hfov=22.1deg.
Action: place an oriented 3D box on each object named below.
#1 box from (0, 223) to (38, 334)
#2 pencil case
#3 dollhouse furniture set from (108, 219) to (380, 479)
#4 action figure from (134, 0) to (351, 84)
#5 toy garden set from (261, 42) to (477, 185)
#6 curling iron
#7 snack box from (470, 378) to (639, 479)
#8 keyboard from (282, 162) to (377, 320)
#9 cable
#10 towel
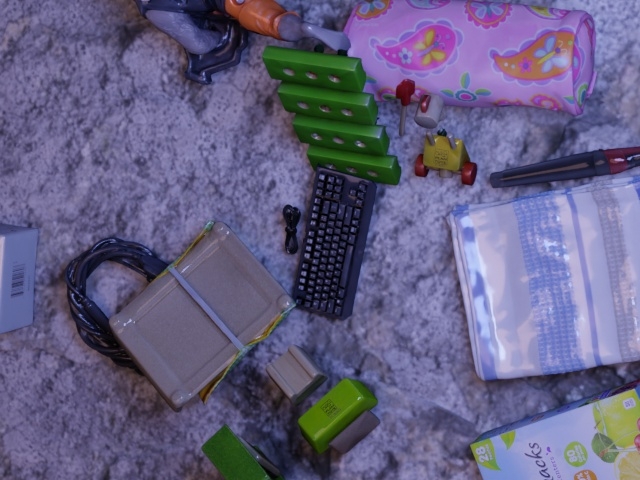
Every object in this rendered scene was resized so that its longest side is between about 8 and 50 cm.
[{"bbox_3d":[-0.460,0.041,2.094,0.170,0.091,0.130,9,99,19],"label":"box"},{"bbox_3d":[0.164,-0.206,1.833,0.284,0.124,0.124,4,97,20],"label":"pencil case"},{"bbox_3d":[-0.087,0.156,1.978,0.197,0.151,0.301,-42,67,-1],"label":"dollhouse furniture set"},{"bbox_3d":[-0.110,-0.354,1.872,0.330,0.178,0.341,1,92,33],"label":"action figure"},{"bbox_3d":[0.065,-0.142,1.828,0.204,0.244,0.049,11,65,19],"label":"toy garden set"},{"bbox_3d":[0.321,-0.102,1.828,0.274,0.035,0.068,-17,86,20],"label":"curling iron"},{"bbox_3d":[0.299,0.273,1.857,0.207,0.070,0.174,-23,88,22],"label":"snack box"},{"bbox_3d":[0.000,0.000,1.945,0.108,0.023,0.180,18,111,17],"label":"keyboard"},{"bbox_3d":[-0.241,0.082,2.049,0.184,0.047,0.150,28,109,11],"label":"cable"},{"bbox_3d":[0.288,0.041,1.835,0.285,0.034,0.209,-10,87,26],"label":"towel"}]
